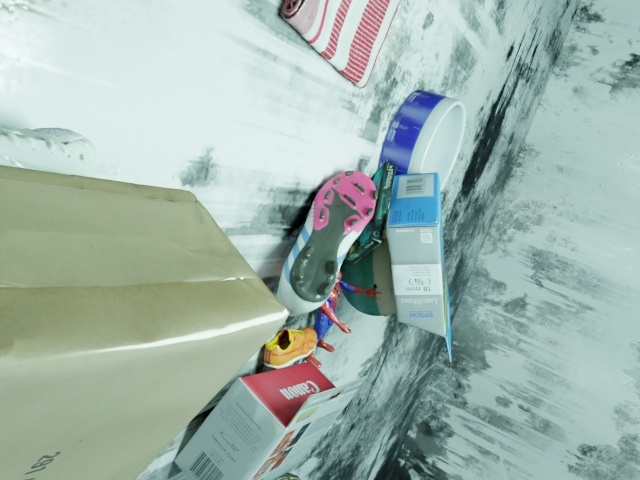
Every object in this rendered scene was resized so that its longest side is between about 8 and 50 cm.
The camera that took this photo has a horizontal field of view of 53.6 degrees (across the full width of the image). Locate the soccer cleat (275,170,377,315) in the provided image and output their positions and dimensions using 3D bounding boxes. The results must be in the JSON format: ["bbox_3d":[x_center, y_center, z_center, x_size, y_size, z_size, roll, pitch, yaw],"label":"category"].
[{"bbox_3d":[0.000,0.000,1.201,0.143,0.116,0.331,-42,-164,52],"label":"soccer cleat"}]

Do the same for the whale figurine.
[{"bbox_3d":[0.125,0.077,1.509,0.272,0.141,0.217,-49,132,-74],"label":"whale figurine"}]

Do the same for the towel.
[{"bbox_3d":[0.059,-0.398,1.014,0.237,0.037,0.329,-67,157,4],"label":"towel"}]

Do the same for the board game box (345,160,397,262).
[{"bbox_3d":[0.103,-0.057,1.301,0.126,0.026,0.186,135,-27,-58],"label":"board game box"}]

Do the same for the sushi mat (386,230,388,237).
[{"bbox_3d":[0.179,0.028,1.698,0.317,0.019,0.151,-65,156,-4],"label":"sushi mat"}]

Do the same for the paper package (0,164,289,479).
[{"bbox_3d":[-0.238,0.111,0.497,0.325,0.168,0.309,-48,156,22],"label":"paper package"}]

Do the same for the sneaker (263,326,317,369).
[{"bbox_3d":[-0.055,0.210,1.313,0.175,0.064,0.068,-24,124,-61],"label":"sneaker"}]

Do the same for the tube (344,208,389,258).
[{"bbox_3d":[0.069,-0.004,1.384,0.240,0.062,0.070,-34,103,-40],"label":"tube"}]

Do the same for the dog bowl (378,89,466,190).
[{"bbox_3d":[0.241,-0.214,1.496,0.265,0.104,0.265,-47,150,-38],"label":"dog bowl"}]

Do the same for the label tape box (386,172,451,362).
[{"bbox_3d":[0.214,0.057,1.352,0.241,0.105,0.334,-71,155,-59],"label":"label tape box"}]

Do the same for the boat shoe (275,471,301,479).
[{"bbox_3d":[-0.091,0.633,1.624,0.081,0.068,0.228,-62,157,-10],"label":"boat shoe"}]

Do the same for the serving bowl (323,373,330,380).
[{"bbox_3d":[0.003,0.391,1.651,0.083,0.027,0.083,-48,152,-36],"label":"serving bowl"}]

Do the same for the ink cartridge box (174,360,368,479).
[{"bbox_3d":[-0.077,0.333,1.208,0.272,0.130,0.309,-52,159,10],"label":"ink cartridge box"}]

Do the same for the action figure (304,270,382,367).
[{"bbox_3d":[0.044,0.177,1.391,0.091,0.139,0.281,-46,151,-43],"label":"action figure"}]

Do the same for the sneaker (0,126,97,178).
[{"bbox_3d":[-0.278,-0.060,0.535,0.305,0.114,0.152,77,35,-67],"label":"sneaker"}]
